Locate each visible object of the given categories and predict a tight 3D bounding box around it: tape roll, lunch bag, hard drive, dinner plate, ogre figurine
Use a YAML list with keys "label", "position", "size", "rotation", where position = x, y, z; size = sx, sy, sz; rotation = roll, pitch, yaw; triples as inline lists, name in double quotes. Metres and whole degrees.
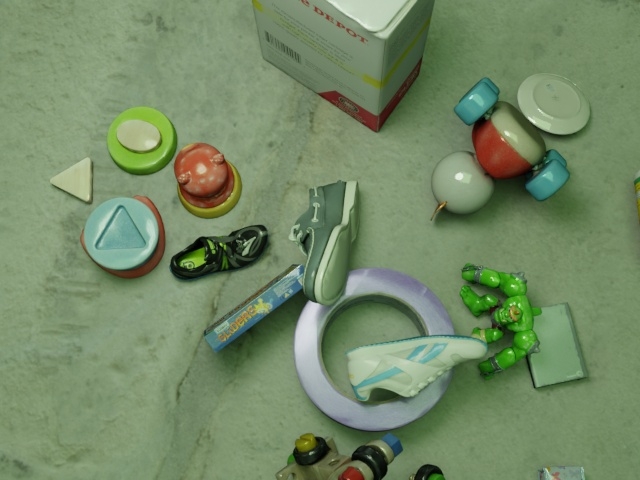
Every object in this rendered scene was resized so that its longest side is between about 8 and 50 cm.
- label: "tape roll"
  position: [0.092, 0.188, 1.466]
  size: [0.274, 0.090, 0.275]
  rotation: [0, 77, 1]
- label: "lunch bag"
  position: [0.403, 0.421, 1.421]
  size: [0.071, 0.053, 0.083]
  rotation: [-3, 67, -1]
- label: "hard drive"
  position: [0.403, 0.183, 1.493]
  size: [0.094, 0.022, 0.135]
  rotation: [-11, 76, -2]
- label: "dinner plate"
  position: [0.435, -0.258, 1.583]
  size: [0.141, 0.017, 0.141]
  rotation: [5, 59, -8]
- label: "ogre figurine"
  position: [0.310, 0.129, 1.465]
  size: [0.118, 0.097, 0.197]
  rotation: [-17, 58, 35]

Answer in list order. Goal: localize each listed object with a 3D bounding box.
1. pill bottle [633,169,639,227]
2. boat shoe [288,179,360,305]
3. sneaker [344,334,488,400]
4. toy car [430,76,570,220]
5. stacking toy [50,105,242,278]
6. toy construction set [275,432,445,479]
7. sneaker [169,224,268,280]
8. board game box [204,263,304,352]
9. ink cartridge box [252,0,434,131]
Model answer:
- label: "pill bottle"
  position: [0.619, -0.026, 1.490]
  size: [0.117, 0.117, 0.209]
  rotation: [-3, 76, 1]
- label: "boat shoe"
  position: [0.000, 0.000, 1.440]
  size: [0.099, 0.116, 0.319]
  rotation: [2, 35, 11]
- label: "sneaker"
  position: [0.158, 0.202, 1.378]
  size: [0.228, 0.087, 0.092]
  rotation: [-10, 83, 6]
- label: "toy car"
  position: [0.277, -0.127, 1.517]
  size: [0.238, 0.210, 0.219]
  rotation: [-42, 92, 20]
- label: "stacking toy"
  position: [-0.330, -0.108, 1.528]
  size: [0.309, 0.130, 0.279]
  rotation: [-42, 79, -9]
- label: "toy construction set"
  position: [0.026, 0.451, 1.361]
  size: [0.237, 0.257, 0.309]
  rotation: [1, 50, 46]
- label: "sneaker"
  position: [-0.179, 0.022, 1.519]
  size: [0.188, 0.078, 0.067]
  rotation: [-20, 77, -4]
- label: "board game box"
  position: [-0.109, 0.113, 1.464]
  size: [0.201, 0.136, 0.035]
  rotation: [-37, 93, -8]
- label: "ink cartridge box"
  position: [0.036, -0.384, 1.455]
  size: [0.279, 0.385, 0.160]
  rotation: [36, 80, 9]
